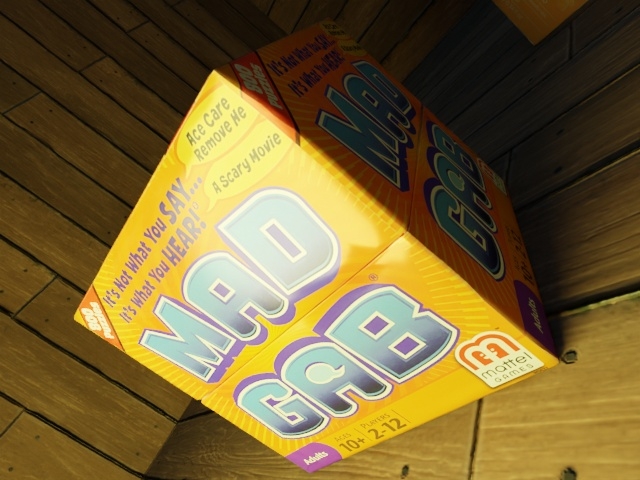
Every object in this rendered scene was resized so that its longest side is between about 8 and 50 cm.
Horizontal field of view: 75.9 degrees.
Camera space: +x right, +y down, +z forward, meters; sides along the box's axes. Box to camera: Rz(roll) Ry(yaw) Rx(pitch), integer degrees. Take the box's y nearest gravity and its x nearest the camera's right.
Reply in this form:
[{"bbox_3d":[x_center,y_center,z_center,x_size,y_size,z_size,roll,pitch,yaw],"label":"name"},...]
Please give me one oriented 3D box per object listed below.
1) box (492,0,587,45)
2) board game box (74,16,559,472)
[{"bbox_3d":[0.522,-0.629,0.837,0.345,0.215,0.168,-41,15,46],"label":"box"},{"bbox_3d":[0.000,0.000,0.541,0.356,0.356,0.356,-44,13,34],"label":"board game box"}]
